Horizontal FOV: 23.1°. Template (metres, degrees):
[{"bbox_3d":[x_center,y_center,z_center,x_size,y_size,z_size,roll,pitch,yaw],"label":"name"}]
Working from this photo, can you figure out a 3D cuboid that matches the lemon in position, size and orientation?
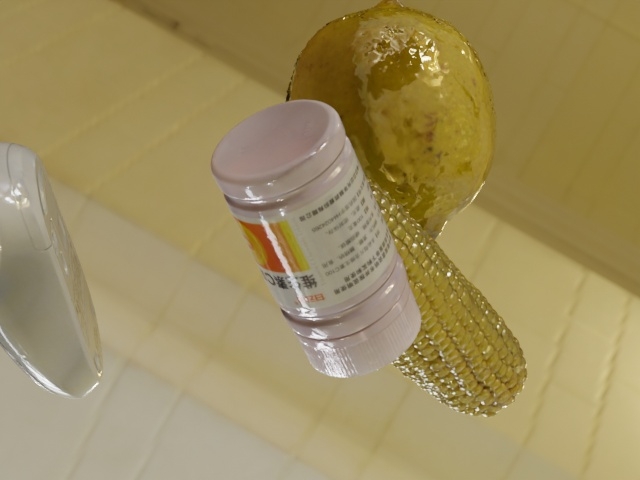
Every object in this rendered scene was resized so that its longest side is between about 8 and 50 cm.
[{"bbox_3d":[0.087,-0.140,1.911,0.258,0.257,0.310,82,-3,-82],"label":"lemon"}]

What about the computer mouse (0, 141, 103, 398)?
[{"bbox_3d":[-0.319,0.041,1.663,0.184,0.121,0.297,-110,-173,-49],"label":"computer mouse"}]

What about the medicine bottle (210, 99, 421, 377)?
[{"bbox_3d":[0.000,0.000,1.499,0.133,0.133,0.250,-57,135,-38],"label":"medicine bottle"}]

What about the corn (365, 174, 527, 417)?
[{"bbox_3d":[0.090,0.062,1.750,0.144,0.387,0.144,-26,-143,22],"label":"corn"}]
